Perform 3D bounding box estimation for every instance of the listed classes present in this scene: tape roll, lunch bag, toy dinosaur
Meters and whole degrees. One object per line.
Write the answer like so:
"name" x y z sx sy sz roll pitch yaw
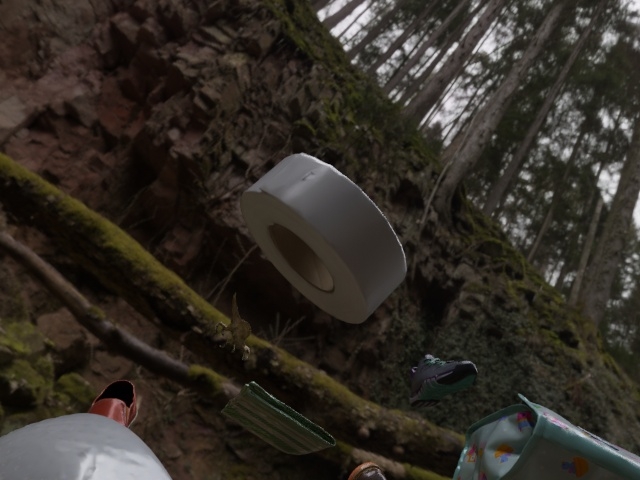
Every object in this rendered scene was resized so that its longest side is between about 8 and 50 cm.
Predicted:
"tape roll" 0.000 0.000 0.944 0.286 0.100 0.286 40 -21 19
"lunch bag" 0.339 0.337 0.820 0.223 0.160 0.262 28 -38 4
"toy dinosaur" -0.235 0.237 1.578 0.093 0.053 0.183 -15 -96 13

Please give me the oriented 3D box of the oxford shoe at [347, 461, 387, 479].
"oxford shoe" 0.137 0.601 1.089 0.133 0.130 0.363 -6 -82 59

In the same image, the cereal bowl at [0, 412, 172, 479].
"cereal bowl" -0.237 0.319 0.458 0.339 0.141 0.338 -3 -95 40

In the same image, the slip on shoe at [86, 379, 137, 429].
"slip on shoe" -0.464 0.395 1.247 0.123 0.331 0.101 6 -83 -6

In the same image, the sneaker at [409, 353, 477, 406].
"sneaker" 0.237 0.268 1.189 0.083 0.098 0.223 7 -32 -20

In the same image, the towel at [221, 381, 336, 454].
"towel" -0.118 0.458 1.456 0.248 0.038 0.325 35 -32 -3
